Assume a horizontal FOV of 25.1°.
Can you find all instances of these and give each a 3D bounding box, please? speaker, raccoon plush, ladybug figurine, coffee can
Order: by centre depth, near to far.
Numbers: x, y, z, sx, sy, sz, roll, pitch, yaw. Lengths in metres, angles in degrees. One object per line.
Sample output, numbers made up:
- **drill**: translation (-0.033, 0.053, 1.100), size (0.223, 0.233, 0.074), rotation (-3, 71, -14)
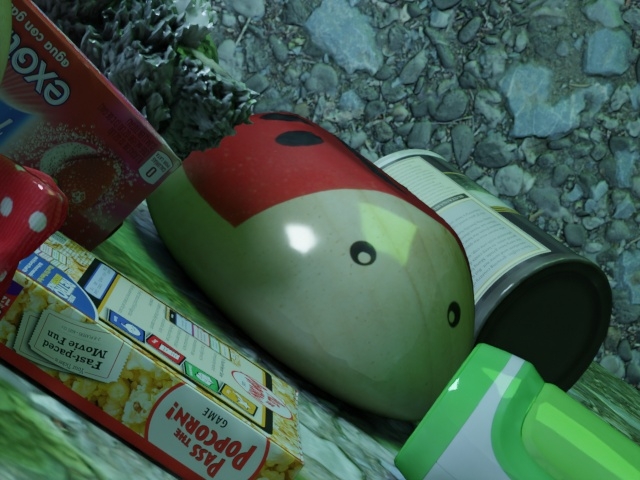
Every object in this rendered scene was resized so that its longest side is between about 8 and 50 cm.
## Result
- **raccoon plush**: translation (-0.246, -0.172, 0.970), size (0.446, 0.216, 0.299), rotation (-2, 62, -49)
- **speaker**: translation (0.201, 0.200, 1.001), size (0.297, 0.131, 0.131), rotation (36, 6, 7)
- **ladybug figurine**: translation (0.000, 0.000, 1.277), size (0.305, 0.162, 0.449), rotation (32, 7, -27)
- **coffee can**: translation (0.157, 0.044, 1.603), size (0.201, 0.201, 0.275), rotation (29, 8, -45)

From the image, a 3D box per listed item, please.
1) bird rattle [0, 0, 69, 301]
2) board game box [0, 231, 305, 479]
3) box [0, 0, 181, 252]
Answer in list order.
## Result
- **bird rattle**: translation (-0.215, -0.079, 0.633), size (0.254, 0.206, 0.143), rotation (28, 21, 22)
- **board game box**: translation (-0.100, 0.065, 0.789), size (0.193, 0.045, 0.147), rotation (35, 6, -6)
- **box**: translation (-0.220, -0.105, 0.861), size (0.257, 0.122, 0.128), rotation (47, -1, -33)
